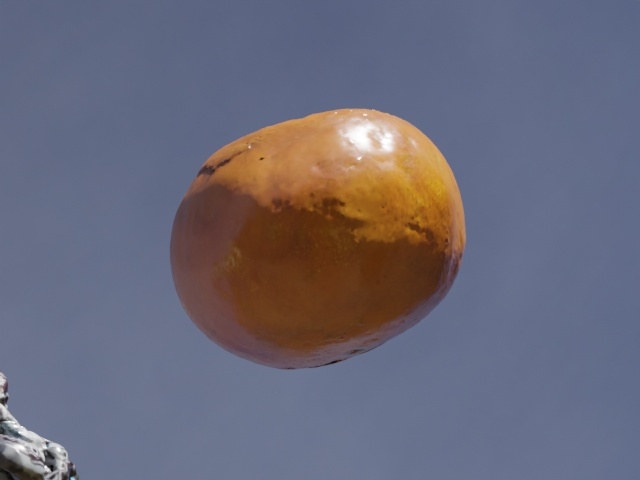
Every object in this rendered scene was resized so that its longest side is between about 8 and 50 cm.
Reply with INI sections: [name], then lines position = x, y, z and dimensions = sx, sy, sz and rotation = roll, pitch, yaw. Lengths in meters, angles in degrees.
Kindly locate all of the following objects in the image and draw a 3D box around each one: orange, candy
[orange]
position = 0.000, 0.000, 1.824
dimensions = 0.284, 0.226, 0.284
rotation = -20, -11, -4
[candy]
position = -0.268, 0.112, 1.477
dimensions = 0.051, 0.226, 0.094
rotation = -48, -18, 20
